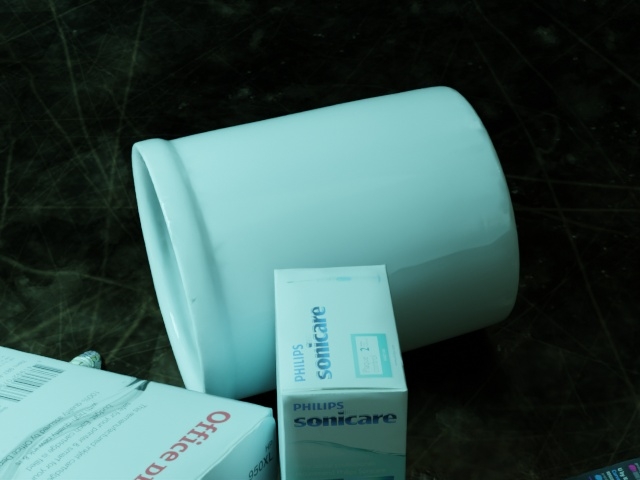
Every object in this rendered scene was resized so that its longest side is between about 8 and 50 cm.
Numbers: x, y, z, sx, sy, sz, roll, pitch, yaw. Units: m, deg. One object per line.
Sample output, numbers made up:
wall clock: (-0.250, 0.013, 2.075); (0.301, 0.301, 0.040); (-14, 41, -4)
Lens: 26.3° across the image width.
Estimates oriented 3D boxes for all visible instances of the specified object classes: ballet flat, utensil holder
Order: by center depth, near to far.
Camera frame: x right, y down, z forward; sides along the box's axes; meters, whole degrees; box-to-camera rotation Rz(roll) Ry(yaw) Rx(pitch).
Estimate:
utensil holder: (0.000, 0.000, 1.641); (0.386, 0.327, 0.327); (-15, 47, -13)
ballet flat: (-0.302, 0.172, 1.688); (0.041, 0.041, 0.114); (11, 48, 15)

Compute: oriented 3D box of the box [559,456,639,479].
box: (0.318, 0.328, 1.401); (0.270, 0.165, 0.143); (-15, 46, -9)

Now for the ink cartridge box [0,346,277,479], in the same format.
ink cartridge box: (-0.278, 0.265, 1.412); (0.395, 0.166, 0.285); (9, 25, 26)

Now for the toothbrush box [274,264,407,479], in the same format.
toothbrush box: (0.018, 0.204, 1.426); (0.126, 0.295, 0.216); (-3, 32, -2)
